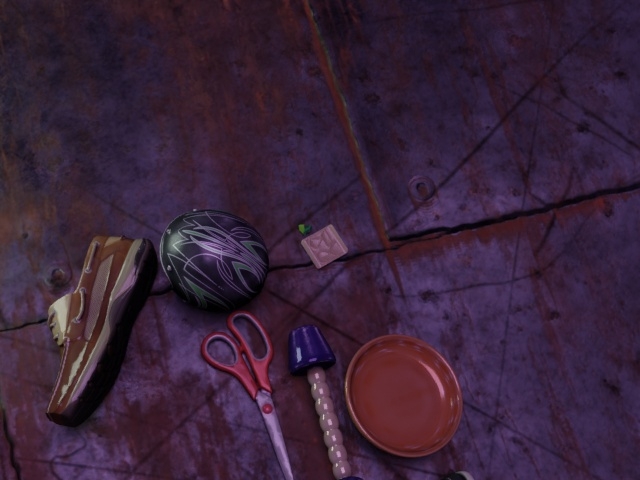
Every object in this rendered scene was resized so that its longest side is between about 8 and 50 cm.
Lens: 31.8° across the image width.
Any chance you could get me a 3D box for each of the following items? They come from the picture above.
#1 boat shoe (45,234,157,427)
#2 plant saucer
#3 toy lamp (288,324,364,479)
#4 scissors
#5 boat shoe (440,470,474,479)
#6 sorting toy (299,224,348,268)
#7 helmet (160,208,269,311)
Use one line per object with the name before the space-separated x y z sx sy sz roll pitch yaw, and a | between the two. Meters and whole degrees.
boat shoe | -0.360 0.132 1.747 0.120 0.122 0.324 15 59 6
plant saucer | 0.127 0.246 1.763 0.200 0.037 0.200 10 61 -18
toy lamp | 0.007 0.266 1.743 0.080 0.080 0.275 -11 70 -10
scissors | -0.081 0.245 1.771 0.109 0.021 0.297 -30 72 -18
boat shoe | 0.167 0.504 1.635 0.113 0.127 0.340 9 76 -15
sorting toy | 0.000 0.000 1.884 0.062 0.012 0.083 -30 77 -11
helmet | -0.166 0.030 1.772 0.169 0.161 0.169 1 65 -1
